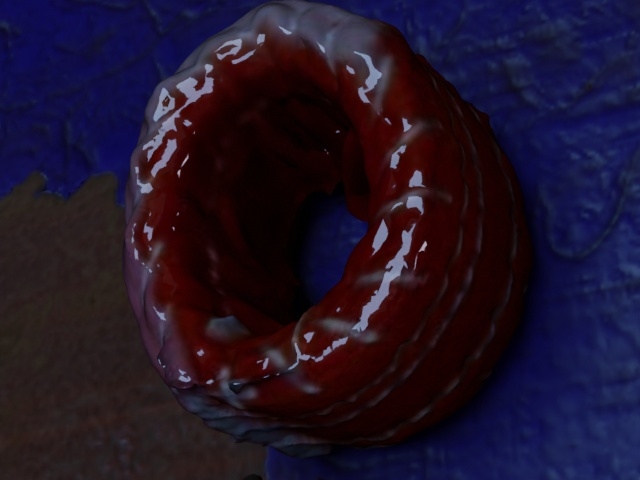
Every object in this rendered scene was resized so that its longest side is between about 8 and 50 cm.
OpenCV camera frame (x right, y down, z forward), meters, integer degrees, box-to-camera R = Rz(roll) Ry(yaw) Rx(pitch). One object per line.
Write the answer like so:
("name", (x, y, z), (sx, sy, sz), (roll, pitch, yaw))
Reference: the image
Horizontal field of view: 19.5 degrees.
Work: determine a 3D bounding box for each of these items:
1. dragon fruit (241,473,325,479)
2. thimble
("dragon fruit", (-0.112, 0.236, 0.758), (0.330, 0.240, 0.302), (-10, 50, 19))
("thimble", (0.003, -0.006, 0.839), (0.163, 0.125, 0.190), (-13, 67, 27))
